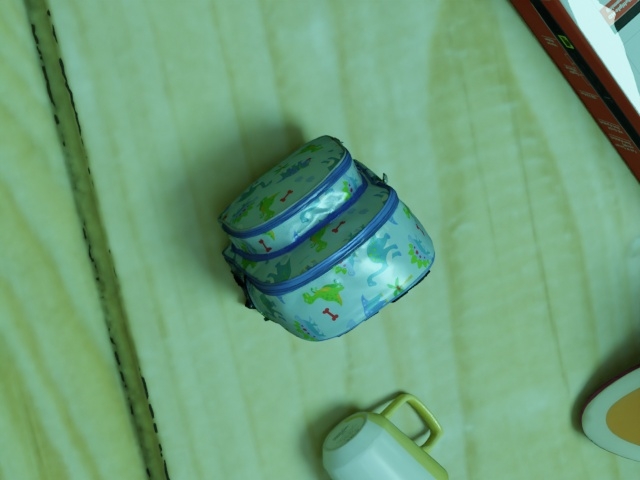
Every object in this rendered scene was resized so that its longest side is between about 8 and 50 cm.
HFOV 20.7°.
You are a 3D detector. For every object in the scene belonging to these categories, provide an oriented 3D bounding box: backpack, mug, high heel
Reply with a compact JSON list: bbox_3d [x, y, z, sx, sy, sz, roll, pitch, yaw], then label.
[{"bbox_3d":[0.000,0.000,0.975,0.105,0.114,0.084,-38,114,-7],"label":"backpack"},{"bbox_3d":[0.035,0.134,1.066,0.062,0.078,0.064,-32,108,26],"label":"mug"},{"bbox_3d":[0.289,0.086,1.144,0.244,0.117,0.082,-18,95,9],"label":"high heel"}]

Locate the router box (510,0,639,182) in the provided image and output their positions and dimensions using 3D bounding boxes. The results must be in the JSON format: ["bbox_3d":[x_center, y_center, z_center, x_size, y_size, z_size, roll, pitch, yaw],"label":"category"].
[{"bbox_3d":[0.312,-0.162,1.067,0.335,0.082,0.301,-42,115,-6],"label":"router box"}]
